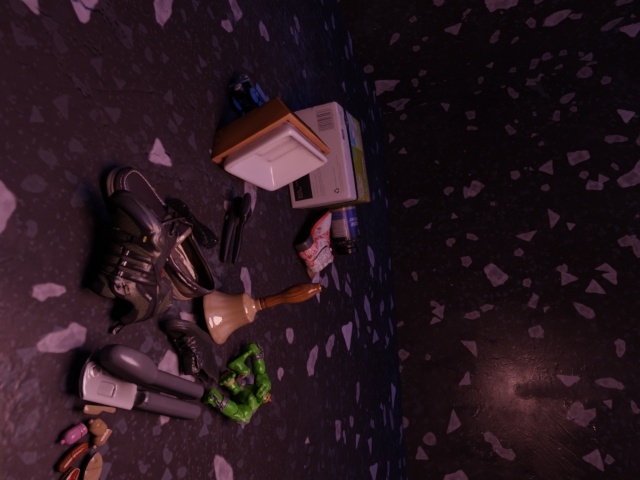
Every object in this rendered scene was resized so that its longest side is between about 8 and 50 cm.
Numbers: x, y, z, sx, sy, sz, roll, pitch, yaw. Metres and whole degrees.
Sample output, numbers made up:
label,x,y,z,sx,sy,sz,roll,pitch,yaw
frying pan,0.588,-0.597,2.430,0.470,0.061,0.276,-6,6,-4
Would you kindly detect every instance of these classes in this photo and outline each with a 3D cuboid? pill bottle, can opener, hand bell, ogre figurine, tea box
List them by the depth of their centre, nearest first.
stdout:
label,x,y,z,sx,sy,sz,roll,pitch,yaw
can opener,-0.276,0.247,0.681,0.280,0.093,0.074,61,27,-55
hand bell,-0.115,0.133,0.894,0.126,0.241,0.126,-15,90,-89
ogre figurine,-0.172,0.329,0.933,0.118,0.096,0.197,59,9,-10
can opener,-0.211,-0.029,1.013,0.073,0.059,0.186,104,-3,-68
tea box,0.028,-0.291,1.525,0.323,0.219,0.329,-11,93,-71
pill bottle,0.106,-0.051,1.793,0.123,0.122,0.220,-23,105,-70

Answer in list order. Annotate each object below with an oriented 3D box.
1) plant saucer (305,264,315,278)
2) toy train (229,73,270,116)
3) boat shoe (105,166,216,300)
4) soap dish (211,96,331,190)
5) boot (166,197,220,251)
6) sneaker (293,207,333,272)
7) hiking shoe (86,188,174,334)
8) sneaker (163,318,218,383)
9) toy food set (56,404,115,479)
label,x,y,z,sx,sy,sz,roll,pitch,yaw
plant saucer,-0.039,0.098,1.493,0.083,0.015,0.084,-8,90,-71
toy train,-0.190,-0.390,1.178,0.184,0.080,0.105,49,29,-53
boat shoe,-0.278,-0.009,0.755,0.103,0.092,0.285,-65,141,-54
soap dish,-0.125,-0.250,1.105,0.291,0.228,0.118,17,50,-68
boot,-0.264,-0.030,0.862,0.121,0.045,0.099,50,-1,3
sneaker,-0.001,0.001,1.494,0.145,0.090,0.270,60,33,-21
hiking shoe,-0.304,0.037,0.645,0.114,0.086,0.227,-33,125,-49
sneaker,-0.251,0.220,0.805,0.170,0.051,0.089,58,26,-55
toy food set,-0.339,0.299,0.583,0.078,0.019,0.122,49,45,-56
